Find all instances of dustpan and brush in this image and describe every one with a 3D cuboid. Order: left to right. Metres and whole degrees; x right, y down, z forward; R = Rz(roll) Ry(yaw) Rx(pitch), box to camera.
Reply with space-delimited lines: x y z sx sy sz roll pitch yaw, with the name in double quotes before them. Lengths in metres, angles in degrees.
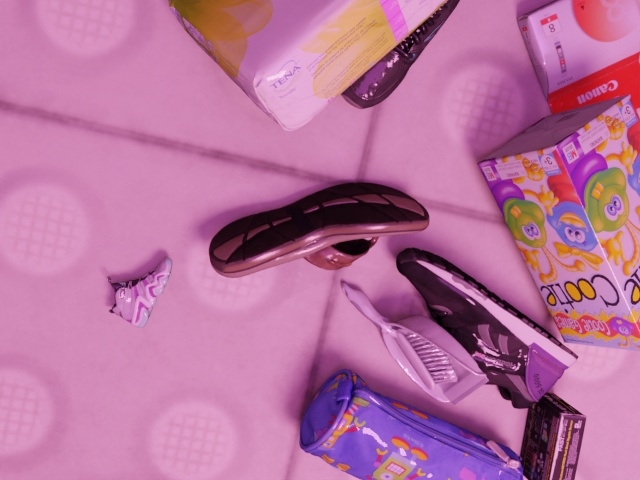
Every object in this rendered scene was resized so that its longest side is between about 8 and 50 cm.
"dustpan and brush" 0.109 0.127 0.959 0.060 0.147 0.211 -30 73 -21

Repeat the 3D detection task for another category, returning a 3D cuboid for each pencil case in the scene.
"pencil case" 0.126 0.277 0.964 0.306 0.119 0.133 28 122 -11

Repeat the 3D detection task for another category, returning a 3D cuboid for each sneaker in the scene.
"sneaker" -0.233 0.055 0.925 0.069 0.038 0.098 27 93 -12
"sneaker" 0.105 -0.283 0.895 0.101 0.106 0.267 29 94 -13
"sneaker" 0.198 0.125 0.966 0.283 0.107 0.124 35 97 -11

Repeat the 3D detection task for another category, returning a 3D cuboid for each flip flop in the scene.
"flip flop" 0.000 0.000 0.926 0.277 0.112 0.080 -18 126 -8

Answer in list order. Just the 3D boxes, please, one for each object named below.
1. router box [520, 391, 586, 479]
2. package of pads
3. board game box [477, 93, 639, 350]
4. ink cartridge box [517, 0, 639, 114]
"router box" 0.314 0.278 1.007 0.038 0.092 0.122 7 97 -9
"package of pads" 0.006 -0.283 0.820 0.296 0.229 0.101 -41 142 0
"board game box" 0.344 -0.017 0.927 0.142 0.144 0.275 -34 102 -23
"ink cartridge box" 0.357 -0.238 0.969 0.145 0.045 0.179 -25 98 -4
